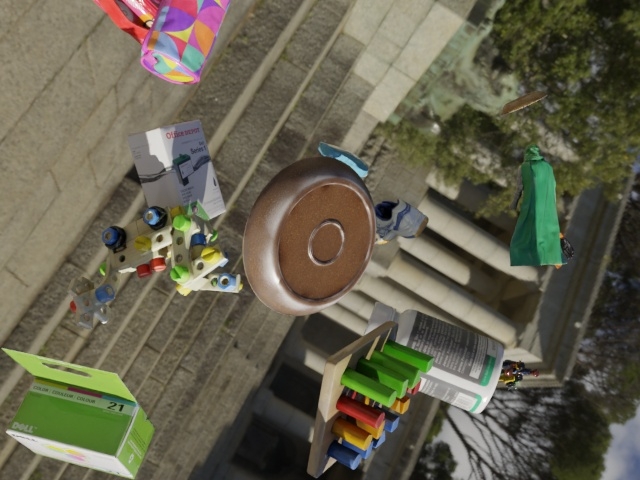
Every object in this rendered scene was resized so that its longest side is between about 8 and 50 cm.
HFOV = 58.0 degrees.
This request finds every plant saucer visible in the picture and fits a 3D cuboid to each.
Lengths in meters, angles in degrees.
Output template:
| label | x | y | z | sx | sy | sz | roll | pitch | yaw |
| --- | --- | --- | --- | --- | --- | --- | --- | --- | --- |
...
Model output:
| label | x | y | z | sx | sy | sz | roll | pitch | yaw |
| --- | --- | --- | --- | --- | --- | --- | --- | --- | --- |
| plant saucer | 0.000 | 0.000 | 1.080 | 0.050 | 0.310 | 0.310 | 20 | -103 | 48 |
| plant saucer | 0.355 | -0.245 | 1.018 | 0.083 | 0.015 | 0.083 | -24 | -172 | 3 |

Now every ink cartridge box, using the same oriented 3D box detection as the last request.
| label | x | y | z | sx | sy | sz | roll | pitch | yaw |
| --- | --- | --- | --- | --- | --- | --- | --- | --- | --- |
| ink cartridge box | -0.309 | -0.143 | 1.259 | 0.092 | 0.219 | 0.160 | -8 | -165 | 24 |
| ink cartridge box | -0.391 | 0.277 | 0.910 | 0.255 | 0.189 | 0.097 | 92 | 11 | -56 |

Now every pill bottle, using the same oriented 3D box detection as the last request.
| label | x | y | z | sx | sy | sz | roll | pitch | yaw |
| --- | --- | --- | --- | --- | --- | --- | --- | --- | --- |
| pill bottle | 0.291 | 0.309 | 1.575 | 0.204 | 0.361 | 0.204 | 21 | 90 | -82 |

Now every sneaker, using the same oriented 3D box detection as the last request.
| label | x | y | z | sx | sy | sz | roll | pitch | yaw |
| --- | --- | --- | --- | --- | --- | --- | --- | --- | --- |
| sneaker | 0.210 | -0.072 | 1.815 | 0.112 | 0.131 | 0.296 | -58 | -161 | -23 |

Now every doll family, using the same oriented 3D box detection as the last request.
| label | x | y | z | sx | sy | sz | roll | pitch | yaw |
| --- | --- | --- | --- | --- | --- | --- | --- | --- | --- |
| doll family | 0.578 | 0.395 | 1.740 | 0.111 | 0.076 | 0.193 | -9 | -174 | 46 |

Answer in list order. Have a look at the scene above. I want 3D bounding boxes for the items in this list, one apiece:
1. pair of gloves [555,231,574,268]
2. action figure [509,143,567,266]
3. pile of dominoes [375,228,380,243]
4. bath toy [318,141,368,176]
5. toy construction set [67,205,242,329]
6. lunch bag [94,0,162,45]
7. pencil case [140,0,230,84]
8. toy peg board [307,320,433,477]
| label | x | y | z | sx | sy | sz | roll | pitch | yaw |
| --- | --- | --- | --- | --- | --- | --- | --- | --- | --- |
| pair of gloves | 0.628 | 0.027 | 1.519 | 0.074 | 0.010 | 0.083 | 66 | -29 | 24 |
| action figure | 0.411 | -0.069 | 1.111 | 0.063 | 0.137 | 0.232 | -177 | -94 | -64 |
| pile of dominoes | 0.094 | -0.060 | 1.731 | 0.040 | 0.196 | 0.251 | -13 | 172 | -30 |
| bath toy | -0.023 | -0.063 | 1.412 | 0.129 | 0.151 | 0.348 | 1 | 118 | -59 |
| toy construction set | -0.329 | 0.050 | 1.131 | 0.328 | 0.215 | 0.151 | -19 | 163 | 1 |
| lunch bag | -0.387 | -0.527 | 1.187 | 0.120 | 0.293 | 0.258 | -25 | -134 | 26 |
| pencil case | -0.196 | -0.359 | 0.881 | 0.104 | 0.104 | 0.236 | 149 | -43 | -77 |
| toy peg board | 0.070 | 0.207 | 0.724 | 0.161 | 0.079 | 0.160 | -17 | 120 | -54 |
